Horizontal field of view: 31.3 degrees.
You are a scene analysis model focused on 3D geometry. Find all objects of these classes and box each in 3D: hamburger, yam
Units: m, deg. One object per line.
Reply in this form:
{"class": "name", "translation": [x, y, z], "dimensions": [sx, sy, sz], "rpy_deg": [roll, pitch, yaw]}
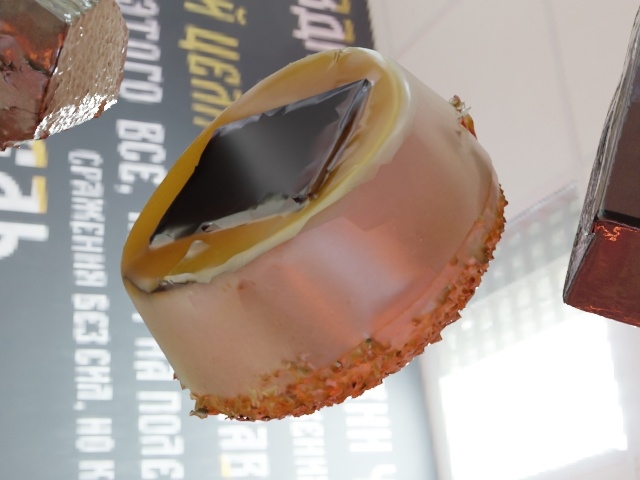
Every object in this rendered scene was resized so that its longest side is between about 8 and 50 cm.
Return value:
{"class": "hamburger", "translation": [0.000, 0.000, 0.821], "dimensions": [0.276, 0.179, 0.294], "rpy_deg": [-16, -144, 39]}
{"class": "yam", "translation": [-0.304, -0.205, 1.000], "dimensions": [0.201, 0.271, 0.202], "rpy_deg": [-60, 175, 33]}

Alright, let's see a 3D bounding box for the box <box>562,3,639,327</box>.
{"class": "box", "translation": [0.313, -0.058, 0.911], "dimensions": [0.153, 0.188, 0.252], "rpy_deg": [94, 12, -58]}
